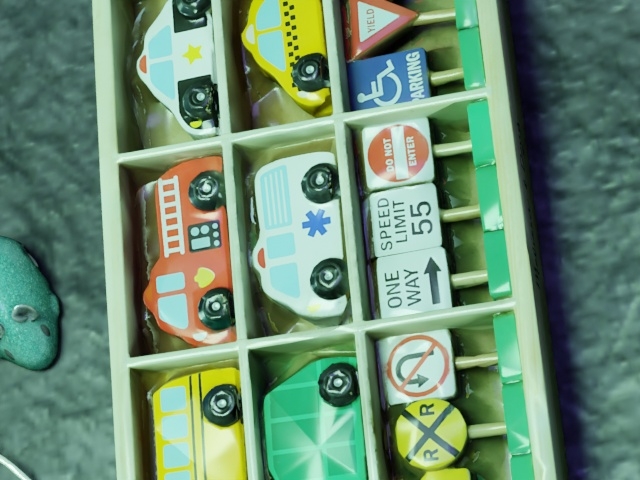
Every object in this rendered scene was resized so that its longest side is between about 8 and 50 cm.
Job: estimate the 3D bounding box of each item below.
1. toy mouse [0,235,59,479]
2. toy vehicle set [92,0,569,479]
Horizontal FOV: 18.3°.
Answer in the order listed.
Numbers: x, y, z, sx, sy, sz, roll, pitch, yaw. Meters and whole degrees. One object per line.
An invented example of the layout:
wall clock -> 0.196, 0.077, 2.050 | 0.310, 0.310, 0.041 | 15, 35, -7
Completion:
toy mouse -> -0.165, 0.032, 0.809 | 0.161, 0.031, 0.143 | 5, 73, 19
toy vehicle set -> 0.000, 0.000, 0.767 | 0.166, 0.035, 0.267 | -10, 69, 13
